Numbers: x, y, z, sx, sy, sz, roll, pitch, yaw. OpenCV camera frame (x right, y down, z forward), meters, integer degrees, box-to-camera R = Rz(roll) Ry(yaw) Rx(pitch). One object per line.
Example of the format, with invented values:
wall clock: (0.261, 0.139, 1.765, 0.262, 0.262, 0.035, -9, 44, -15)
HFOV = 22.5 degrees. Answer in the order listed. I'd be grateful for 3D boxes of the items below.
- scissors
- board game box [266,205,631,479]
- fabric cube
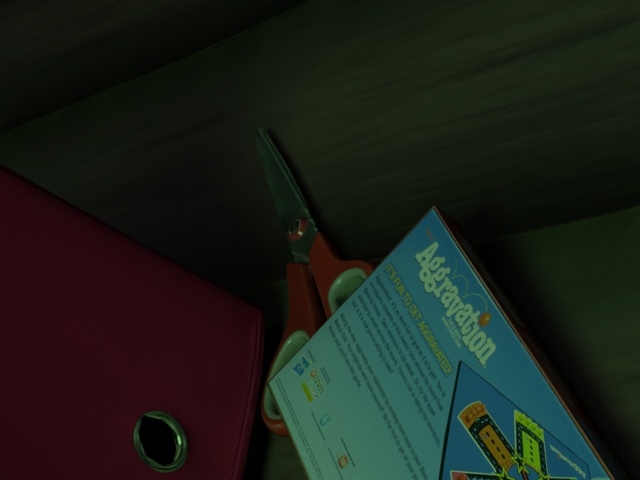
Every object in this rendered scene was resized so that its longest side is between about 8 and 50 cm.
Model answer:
scissors: (0.000, 0.000, 1.018, 0.109, 0.021, 0.297, -40, 34, 30)
board game box: (0.065, 0.114, 0.797, 0.145, 0.027, 0.281, -48, 36, 16)
fabric cube: (-0.221, 0.128, 0.958, 0.259, 0.258, 0.254, -30, 39, 42)
